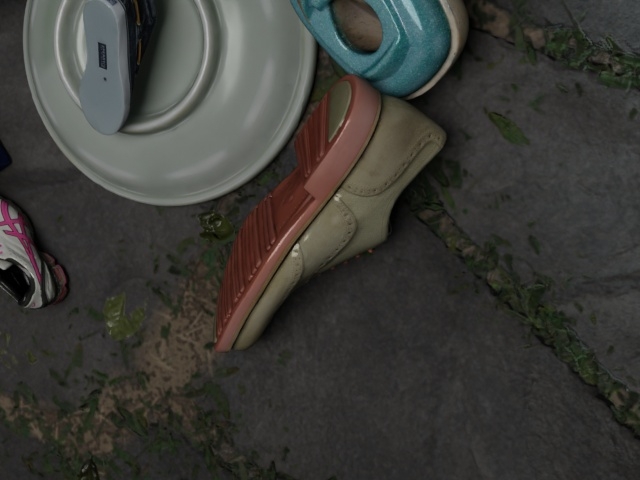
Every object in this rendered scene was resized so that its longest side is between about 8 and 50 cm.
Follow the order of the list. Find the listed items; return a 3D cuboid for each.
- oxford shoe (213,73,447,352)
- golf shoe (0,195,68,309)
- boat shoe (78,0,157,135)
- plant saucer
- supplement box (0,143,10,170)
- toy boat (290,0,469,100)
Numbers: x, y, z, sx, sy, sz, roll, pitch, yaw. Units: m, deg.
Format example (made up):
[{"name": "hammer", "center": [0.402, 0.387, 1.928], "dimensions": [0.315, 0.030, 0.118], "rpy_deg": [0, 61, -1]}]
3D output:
[{"name": "oxford shoe", "center": [0.000, 0.000, 1.563], "dimensions": [0.147, 0.140, 0.397], "rpy_deg": [21, 127, -21]}, {"name": "golf shoe", "center": [-0.402, 0.009, 1.749], "dimensions": [0.186, 0.086, 0.067], "rpy_deg": [48, 112, 11]}, {"name": "boat shoe", "center": [-0.225, -0.210, 1.560], "dimensions": [0.065, 0.083, 0.183], "rpy_deg": [25, 132, 18]}, {"name": "plant saucer", "center": [-0.203, -0.237, 1.633], "dimensions": [0.401, 0.100, 0.400], "rpy_deg": [2, 97, 21]}, {"name": "supplement box", "center": [-0.619, -0.076, 1.764], "dimensions": [0.357, 0.194, 0.195], "rpy_deg": [-35, 84, 21]}, {"name": "toy boat", "center": [0.064, -0.302, 1.440], "dimensions": [0.267, 0.148, 0.318], "rpy_deg": [49, 140, 7]}]
